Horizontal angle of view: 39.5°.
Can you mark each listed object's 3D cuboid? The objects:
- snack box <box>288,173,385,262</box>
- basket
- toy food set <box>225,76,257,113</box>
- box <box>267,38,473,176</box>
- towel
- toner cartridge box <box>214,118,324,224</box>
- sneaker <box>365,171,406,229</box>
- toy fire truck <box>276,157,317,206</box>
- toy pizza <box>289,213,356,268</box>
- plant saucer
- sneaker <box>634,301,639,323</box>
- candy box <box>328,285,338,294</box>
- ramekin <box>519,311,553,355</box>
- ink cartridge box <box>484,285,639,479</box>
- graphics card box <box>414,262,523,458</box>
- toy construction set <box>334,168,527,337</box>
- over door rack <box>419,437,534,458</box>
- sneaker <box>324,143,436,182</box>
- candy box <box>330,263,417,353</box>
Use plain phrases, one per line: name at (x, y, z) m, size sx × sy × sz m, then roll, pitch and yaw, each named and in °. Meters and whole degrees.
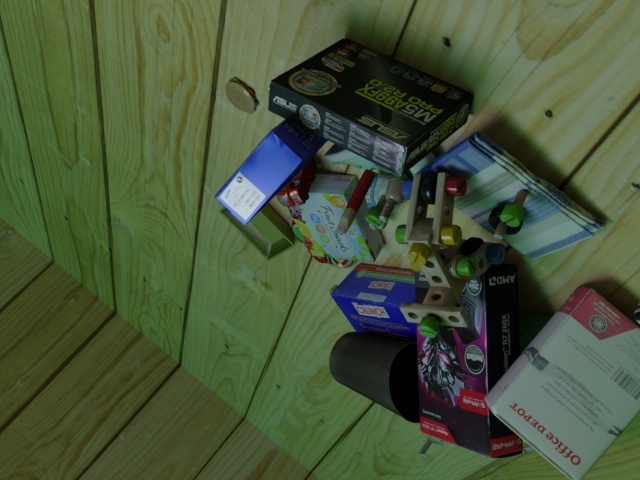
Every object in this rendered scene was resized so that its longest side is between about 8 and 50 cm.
snack box at (0.028, -0.051, 1.970) m, size 0.174 × 0.070 × 0.207 m, roll 6°, pitch 140°, yaw 34°
basket at (0.138, 0.291, 2.014) m, size 0.226 × 0.154 × 0.204 m, roll 14°, pitch 141°, yaw 49°
toy food set at (-0.170, -0.310, 1.922) m, size 0.083 × 0.020 × 0.082 m, roll 42°, pitch 154°, yaw 1°
box at (0.083, -0.228, 1.475) m, size 0.270 × 0.216 × 0.060 m, roll 30°, pitch 135°, yaw 24°
towel at (0.323, -0.071, 1.547) m, size 0.285 × 0.034 × 0.209 m, roll 33°, pitch 155°, yaw -10°
toner cartridge box at (-0.056, -0.161, 1.597) m, size 0.075 × 0.348 × 0.165 m, roll 44°, pitch 116°, yaw -3°
sneaker at (0.137, -0.076, 1.820) m, size 0.082 × 0.071 × 0.191 m, roll 1°, pitch 155°, yaw 9°
toy fire truck at (-0.079, -0.141, 1.926) m, size 0.135 × 0.192 × 0.047 m, roll -11°, pitch 130°, yaw 24°
toy pizza at (0.000, 0.000, 2.155) m, size 0.201 × 0.032 × 0.201 m, roll 32°, pitch 153°, yaw 19°
plant saucer at (-0.153, -0.045, 2.279) m, size 0.188 × 0.045 × 0.188 m, roll 45°, pitch 154°, yaw -9°
sneaker at (0.657, 0.151, 1.436) m, size 0.162 × 0.106 × 0.281 m, roll 45°, pitch 165°, yaw -19°
candy box at (0.112, 0.200, 2.317) m, size 0.105 × 0.027 × 0.206 m, roll -1°, pitch 132°, yaw 51°
ramekin at (0.475, 0.304, 1.844) m, size 0.303 × 0.148 × 0.303 m, roll 32°, pitch 152°, yaw 19°
ink cartridge box at (0.463, 0.255, 1.611) m, size 0.207 × 0.283 × 0.117 m, roll 40°, pitch -179°, yaw 2°
graphics card box at (0.293, 0.226, 1.785) m, size 0.232 × 0.094 × 0.371 m, roll 5°, pitch 98°, yaw 61°
toy construction set at (0.171, 0.025, 1.564) m, size 0.308 × 0.237 × 0.257 m, roll 20°, pitch 155°, yaw 17°
over door rack at (0.352, 0.425, 2.213) m, size 0.324 × 0.108 × 0.240 m, roll -12°, pitch 125°, yaw 34°
sneaker at (0.117, -0.145, 1.704) m, size 0.151 × 0.094 × 0.256 m, roll 49°, pitch 154°, yaw -22°
candy box at (0.212, 0.213, 2.094) m, size 0.268 × 0.122 × 0.317 m, roll 8°, pitch 140°, yaw 50°
